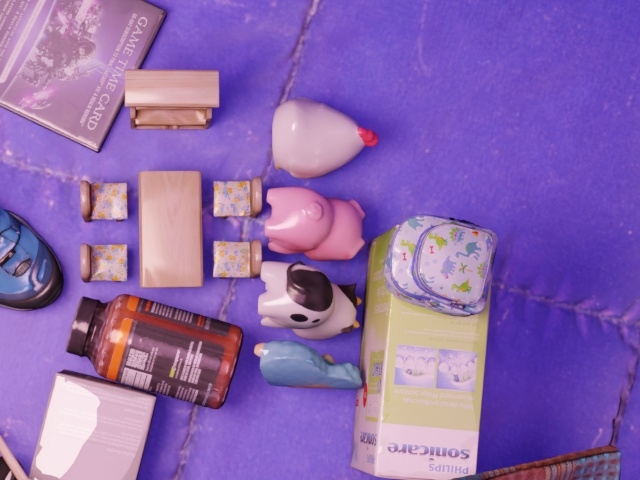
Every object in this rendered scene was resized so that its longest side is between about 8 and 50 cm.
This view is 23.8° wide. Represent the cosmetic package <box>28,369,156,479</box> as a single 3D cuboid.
[{"bbox_3d":[-0.277,0.281,1.775,0.127,0.107,0.238,16,86,-5],"label":"cosmetic package"}]

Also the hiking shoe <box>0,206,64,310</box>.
[{"bbox_3d":[-0.431,-0.023,1.769,0.304,0.132,0.113,38,82,-2],"label":"hiking shoe"}]

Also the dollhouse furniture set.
[{"bbox_3d":[-0.176,-0.067,1.788,0.212,0.161,0.242,-1,85,-7],"label":"dollhouse furniture set"}]

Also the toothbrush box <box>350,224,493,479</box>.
[{"bbox_3d":[0.116,0.135,1.780,0.122,0.206,0.283,5,85,-7],"label":"toothbrush box"}]

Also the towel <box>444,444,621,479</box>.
[{"bbox_3d":[0.217,0.421,1.736,0.271,0.040,0.370,-9,115,-20],"label":"towel"}]

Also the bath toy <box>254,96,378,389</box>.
[{"bbox_3d":[0.000,0.000,1.816,0.129,0.151,0.348,2,77,5],"label":"bath toy"}]

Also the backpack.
[{"bbox_3d":[0.129,0.023,1.646,0.114,0.084,0.105,14,81,-2],"label":"backpack"}]

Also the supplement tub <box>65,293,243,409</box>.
[{"bbox_3d":[-0.196,0.125,1.796,0.198,0.106,0.106,17,83,-5],"label":"supplement tub"}]

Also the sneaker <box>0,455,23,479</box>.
[{"bbox_3d":[-0.454,0.359,1.748,0.124,0.107,0.283,30,81,4],"label":"sneaker"}]

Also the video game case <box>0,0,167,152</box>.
[{"bbox_3d":[-0.353,-0.253,1.855,0.274,0.026,0.196,26,82,-5],"label":"video game case"}]

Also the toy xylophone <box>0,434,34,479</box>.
[{"bbox_3d":[-0.443,0.291,1.685,0.236,0.322,0.081,-42,124,-15],"label":"toy xylophone"}]
